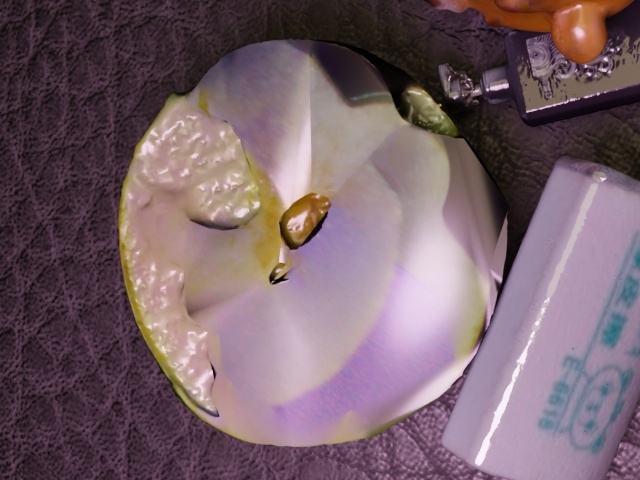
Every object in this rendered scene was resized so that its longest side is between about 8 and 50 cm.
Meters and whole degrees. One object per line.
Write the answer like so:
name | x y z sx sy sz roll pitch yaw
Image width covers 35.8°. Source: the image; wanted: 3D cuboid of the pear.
pear | -0.002 0.002 1.012 0.399 0.165 0.398 -1 87 17

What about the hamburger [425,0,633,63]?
hamburger | 0.205 -0.299 0.885 0.277 0.276 0.236 16 70 17

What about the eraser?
eraser | 0.242 0.083 0.930 0.104 0.189 0.289 27 97 50

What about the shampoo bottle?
shampoo bottle | 0.274 -0.179 0.987 0.310 0.071 0.098 -12 87 18
